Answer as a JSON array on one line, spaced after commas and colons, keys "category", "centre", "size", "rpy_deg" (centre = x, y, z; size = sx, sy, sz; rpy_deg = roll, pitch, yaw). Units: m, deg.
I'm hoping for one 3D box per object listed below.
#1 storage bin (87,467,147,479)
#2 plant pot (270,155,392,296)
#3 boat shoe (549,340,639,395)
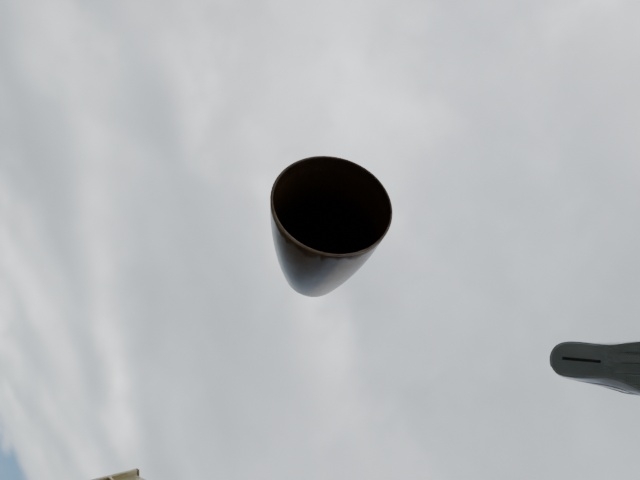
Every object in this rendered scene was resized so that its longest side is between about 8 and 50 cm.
[{"category": "storage bin", "centre": [-0.429, 0.601, 1.604], "size": [0.123, 0.260, 0.263], "rpy_deg": [1, -86, 51]}, {"category": "plant pot", "centre": [0.000, 0.000, 1.558], "size": [0.215, 0.215, 0.230], "rpy_deg": [54, -28, 23]}, {"category": "boat shoe", "centre": [0.459, 0.186, 1.261], "size": [0.226, 0.075, 0.083], "rpy_deg": [9, -98, 31]}]
